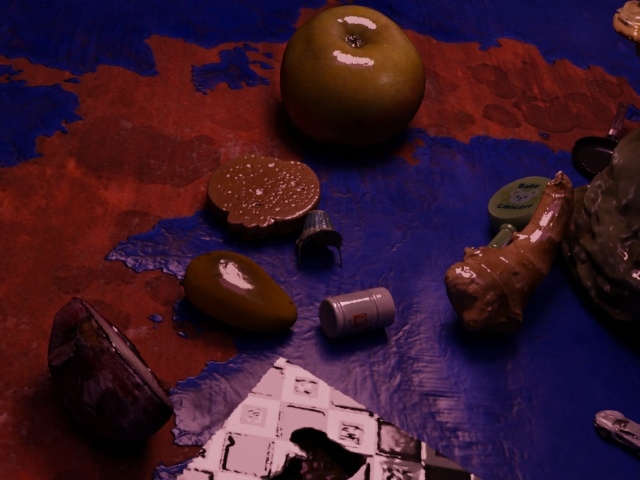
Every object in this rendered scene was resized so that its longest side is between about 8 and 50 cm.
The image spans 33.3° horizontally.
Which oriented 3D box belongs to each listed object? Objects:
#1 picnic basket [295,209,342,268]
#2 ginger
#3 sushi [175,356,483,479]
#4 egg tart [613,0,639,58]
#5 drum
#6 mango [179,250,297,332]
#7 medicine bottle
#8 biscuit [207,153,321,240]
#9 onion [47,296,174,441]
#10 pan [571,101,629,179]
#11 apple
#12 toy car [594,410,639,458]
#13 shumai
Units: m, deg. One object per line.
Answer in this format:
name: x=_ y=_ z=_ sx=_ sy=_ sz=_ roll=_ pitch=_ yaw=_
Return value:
picnic basket: x=0.000 y=0.000 z=1.532 sx=0.065 sy=0.083 sz=0.083 roll=3 pitch=78 yaw=-21
ginger: x=0.273 y=0.017 z=1.503 sx=0.131 sy=0.086 sz=0.294 roll=41 pitch=63 yaw=-4
sushi: x=-0.005 y=0.296 z=1.178 sx=0.292 sy=0.059 sz=0.294 roll=28 pitch=42 yaw=18
egg tart: x=0.525 y=-0.250 z=1.425 sx=0.288 sy=0.118 sz=0.288 roll=5 pitch=27 yaw=-3
drum: x=0.291 y=-0.006 z=1.581 sx=0.130 sy=0.049 sz=0.253 roll=-8 pitch=34 yaw=31
mango: x=-0.104 y=0.070 z=1.412 sx=0.161 sy=0.076 sz=0.103 roll=27 pitch=35 yaw=5
medicine bottle: x=0.049 y=0.096 z=1.429 sx=0.089 sy=0.057 sz=0.057 roll=-11 pitch=45 yaw=-25
biscuit: x=-0.086 y=-0.057 z=1.586 sx=0.170 sy=0.050 sz=0.170 roll=1 pitch=46 yaw=-1
onion: x=-0.251 y=0.166 z=1.246 sx=0.098 sy=0.151 sz=0.206 roll=-42 pitch=44 yaw=-6
pan: x=0.504 y=-0.169 z=1.868 sx=0.115 sy=0.040 sz=0.212 roll=20 pitch=47 yaw=11
apple: x=0.053 y=-0.268 z=1.756 sx=0.261 sy=0.194 sz=0.260 roll=7 pitch=47 yaw=-7
toy car: x=0.393 y=0.245 z=1.364 sx=0.093 sy=0.025 sz=0.041 roll=29 pitch=41 yaw=19
shumai: x=0.540 y=-0.052 z=1.524 sx=0.324 sy=0.323 sz=0.397 roll=-1 pitch=39 yaw=-12
